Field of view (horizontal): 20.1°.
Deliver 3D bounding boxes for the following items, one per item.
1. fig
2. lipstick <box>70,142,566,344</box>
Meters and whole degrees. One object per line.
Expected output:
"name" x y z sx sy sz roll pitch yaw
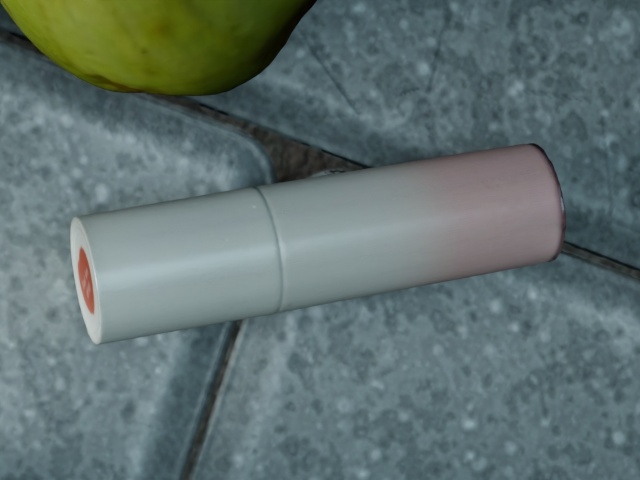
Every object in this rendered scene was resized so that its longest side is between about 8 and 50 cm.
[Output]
"fig" -0.103 -0.220 1.099 0.239 0.239 0.271 -51 144 -10
"lipstick" 0.000 0.000 1.221 0.327 0.087 0.087 -10 94 -16
